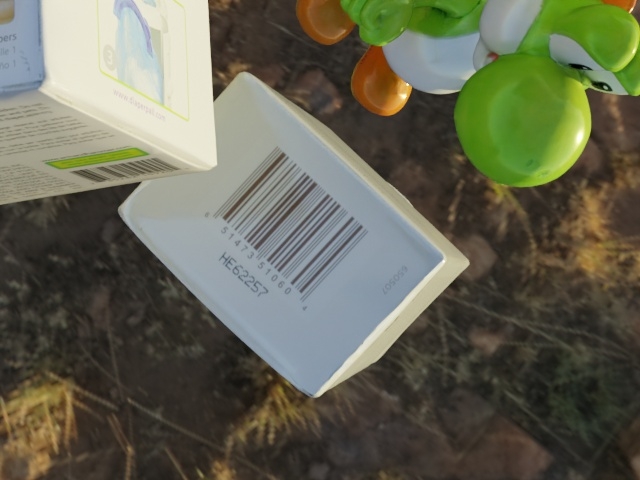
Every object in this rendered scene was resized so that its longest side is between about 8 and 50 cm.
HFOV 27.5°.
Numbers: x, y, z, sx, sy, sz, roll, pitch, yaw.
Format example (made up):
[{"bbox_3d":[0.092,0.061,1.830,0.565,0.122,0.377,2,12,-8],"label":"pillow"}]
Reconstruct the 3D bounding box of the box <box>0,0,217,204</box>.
[{"bbox_3d":[-0.107,-0.121,0.406,0.114,0.103,0.203,-7,78,20],"label":"box"}]

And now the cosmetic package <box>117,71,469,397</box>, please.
[{"bbox_3d":[0.000,0.000,0.624,0.117,0.231,0.085,44,94,8],"label":"cosmetic package"}]

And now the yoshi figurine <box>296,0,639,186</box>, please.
[{"bbox_3d":[0.120,-0.146,1.140,0.203,0.362,0.203,-11,108,-33],"label":"yoshi figurine"}]
